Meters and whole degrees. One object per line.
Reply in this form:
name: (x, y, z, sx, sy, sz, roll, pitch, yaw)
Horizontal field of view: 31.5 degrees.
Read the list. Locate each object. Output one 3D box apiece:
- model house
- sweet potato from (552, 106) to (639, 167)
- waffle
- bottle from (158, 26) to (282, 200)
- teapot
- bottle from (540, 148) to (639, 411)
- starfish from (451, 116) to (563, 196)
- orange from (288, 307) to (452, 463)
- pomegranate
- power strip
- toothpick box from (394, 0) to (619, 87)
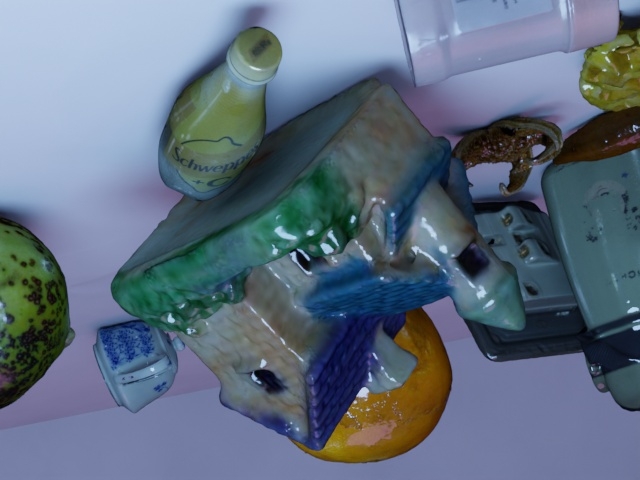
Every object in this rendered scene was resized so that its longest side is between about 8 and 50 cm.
model house: (0.016, 0.043, 1.094, 0.312, 0.280, 0.245, -23, -157, 45)
sweet potato: (0.381, -0.142, 1.318, 0.264, 0.057, 0.057, -26, 162, 36)
waffle: (0.406, -0.195, 1.083, 0.325, 0.068, 0.302, -19, 166, 20)
bottle: (-0.083, -0.105, 0.953, 0.083, 0.083, 0.270, -9, 167, -18)
teapot: (-0.301, 0.204, 1.953, 0.159, 0.159, 0.232, -11, -172, -8)
bottle: (0.408, 0.049, 1.506, 0.168, 0.347, 0.168, -10, 167, -2)
starfish: (0.205, -0.096, 1.295, 0.146, 0.074, 0.190, -10, 167, -18)
orange: (0.047, 0.169, 1.433, 0.240, 0.240, 0.240, -12, 167, -3)
pomegranate: (-0.397, 0.060, 1.188, 0.222, 0.276, 0.204, -60, 180, 18)
power strip: (0.284, 0.039, 1.589, 0.251, 0.257, 0.092, 2, 144, -44)
toothpick box: (0.130, -0.175, 0.826, 0.149, 0.098, 0.098, -13, 167, 4)
